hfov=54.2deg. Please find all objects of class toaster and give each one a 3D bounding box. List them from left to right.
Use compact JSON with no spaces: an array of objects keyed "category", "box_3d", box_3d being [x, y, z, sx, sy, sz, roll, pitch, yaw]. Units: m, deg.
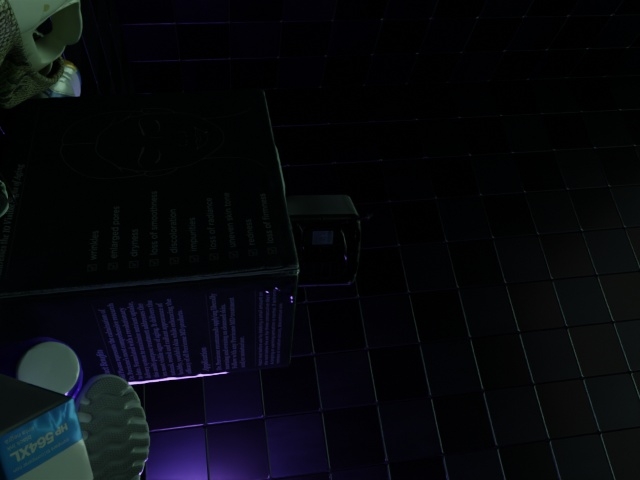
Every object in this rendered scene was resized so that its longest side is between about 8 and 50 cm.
[{"category":"toaster","box_3d":[0.000,0.000,1.263,0.110,0.185,0.168,-103,-167,-58]}]

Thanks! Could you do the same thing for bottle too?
[{"category":"bottle","box_3d":[-0.379,0.181,0.825,0.283,0.118,0.092,-27,-122,56]}]

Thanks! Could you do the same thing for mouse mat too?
[{"category":"mouse mat","box_3d":[-0.425,-0.128,0.773,0.152,0.007,0.190,8,-55,64]}]

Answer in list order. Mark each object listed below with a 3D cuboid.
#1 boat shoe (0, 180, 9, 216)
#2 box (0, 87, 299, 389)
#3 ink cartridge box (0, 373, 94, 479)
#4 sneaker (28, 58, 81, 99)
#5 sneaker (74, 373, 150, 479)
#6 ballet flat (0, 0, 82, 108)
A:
[{"category":"boat shoe","box_3d":[-0.465,-0.051,0.856,0.083,0.075,0.226,95,-14,-44]},{"category":"box","box_3d":[-0.309,-0.018,1.135,0.297,0.471,0.480,98,-16,-47]},{"category":"ink cartridge box","box_3d":[-0.303,0.253,0.631,0.086,0.148,0.203,-25,112,-52]},{"category":"sneaker","box_3d":[-0.564,-0.260,1.339,0.296,0.112,0.131,104,-3,-66]},{"category":"sneaker","box_3d":[-0.293,0.311,0.817,0.115,0.105,0.281,6,-83,49]},{"category":"ballet flat","box_3d":[-0.383,-0.278,0.752,0.164,0.182,0.483,67,-16,-6]}]
